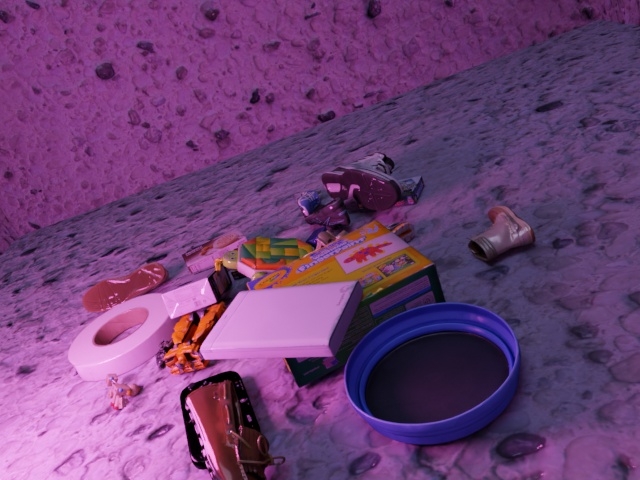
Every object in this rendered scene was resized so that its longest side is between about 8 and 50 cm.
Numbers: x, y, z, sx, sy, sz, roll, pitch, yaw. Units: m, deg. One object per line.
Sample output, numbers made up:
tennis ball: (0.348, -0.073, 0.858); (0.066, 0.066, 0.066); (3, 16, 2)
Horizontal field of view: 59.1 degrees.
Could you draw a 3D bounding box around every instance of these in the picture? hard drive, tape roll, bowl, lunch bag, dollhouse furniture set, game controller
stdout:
hard drive: (-0.093, 0.193, 1.372); (0.352, 0.047, 0.233); (-7, 30, 27)
tape roll: (-0.671, 0.322, 1.942); (0.391, 0.072, 0.392); (-18, 25, 8)
bowl: (0.246, 0.286, 1.256); (0.391, 0.077, 0.391); (-18, 25, 9)
lunch bag: (0.000, 0.000, 2.046); (0.067, 0.065, 0.098); (-22, 21, 41)
dollhouse furniture set: (0.066, -0.012, 1.850); (0.101, 0.182, 0.161); (39, 54, 17)
game controller: (-0.251, 0.429, 1.389); (0.166, 0.067, 0.319); (-27, 26, -10)

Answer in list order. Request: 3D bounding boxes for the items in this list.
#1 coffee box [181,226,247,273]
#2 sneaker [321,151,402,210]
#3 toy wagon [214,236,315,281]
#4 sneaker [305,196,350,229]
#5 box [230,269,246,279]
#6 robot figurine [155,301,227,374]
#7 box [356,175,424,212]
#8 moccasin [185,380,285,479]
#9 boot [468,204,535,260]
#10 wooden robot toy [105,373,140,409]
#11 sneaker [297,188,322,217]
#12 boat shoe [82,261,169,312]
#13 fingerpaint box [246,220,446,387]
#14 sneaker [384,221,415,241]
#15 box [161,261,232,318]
coffee box: (-0.401, 0.060, 2.211); (0.246, 0.098, 0.141); (-27, 25, -12)
sneaker: (0.212, -0.258, 2.155); (0.257, 0.169, 0.447); (-35, 25, -20)
toy wagon: (-0.188, 0.066, 1.927); (0.344, 0.068, 0.267); (2, 28, -8)
sneaker: (0.025, -0.083, 2.164); (0.101, 0.106, 0.267); (-40, 9, -23)
box: (-0.221, 0.081, 2.096); (0.206, 0.036, 0.114); (-14, 26, 17)
robot figurine: (-0.381, 0.302, 1.729); (0.211, 0.085, 0.291); (-16, 25, 14)
box: (0.274, -0.180, 2.204); (0.233, 0.044, 0.159); (-8, 29, 28)
moccasin: (-0.161, 0.442, 1.175); (0.146, 0.139, 0.380); (-25, 34, -14)
boot: (0.505, -0.022, 1.664); (0.165, 0.077, 0.213); (-25, 28, -2)
wooden robot toy: (-0.570, 0.444, 1.650); (0.079, 0.076, 0.173); (5, 7, -36)
sneaker: (-0.044, -0.167, 2.397); (0.081, 0.080, 0.211); (-18, 26, 16)
boat shoe: (-0.766, 0.198, 2.244); (0.341, 0.122, 0.110); (-22, -12, -6)
fingerpaint box: (0.059, 0.156, 1.568); (0.444, 0.163, 0.371); (-26, 26, -9)
sneaker: (0.208, -0.002, 1.870); (0.214, 0.084, 0.083); (-21, 21, -22)
box: (-0.417, 0.164, 1.935); (0.169, 0.087, 0.290); (-20, 7, 5)
